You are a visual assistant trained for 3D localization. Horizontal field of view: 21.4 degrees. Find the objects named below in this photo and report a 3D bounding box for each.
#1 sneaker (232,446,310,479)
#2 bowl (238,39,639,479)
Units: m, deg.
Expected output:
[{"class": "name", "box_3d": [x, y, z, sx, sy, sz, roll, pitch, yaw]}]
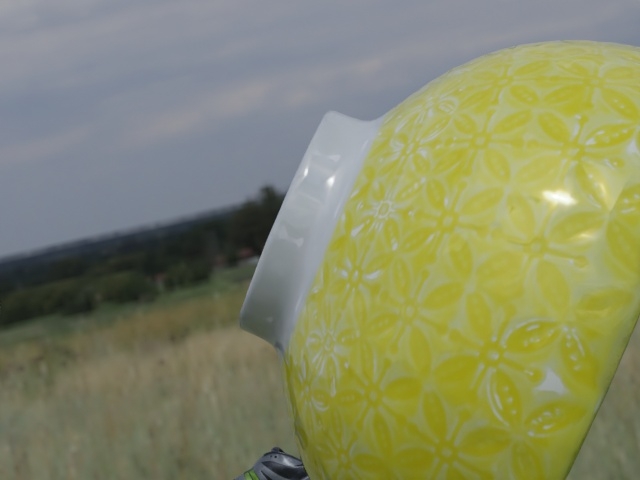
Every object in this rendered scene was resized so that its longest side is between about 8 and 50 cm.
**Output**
[{"class": "sneaker", "box_3d": [-0.051, 0.236, 1.587, 0.188, 0.078, 0.067, -12, -27, 4]}, {"class": "bowl", "box_3d": [0.053, 0.019, 0.818, 0.156, 0.289, 0.289, 22, 2, 2]}]
